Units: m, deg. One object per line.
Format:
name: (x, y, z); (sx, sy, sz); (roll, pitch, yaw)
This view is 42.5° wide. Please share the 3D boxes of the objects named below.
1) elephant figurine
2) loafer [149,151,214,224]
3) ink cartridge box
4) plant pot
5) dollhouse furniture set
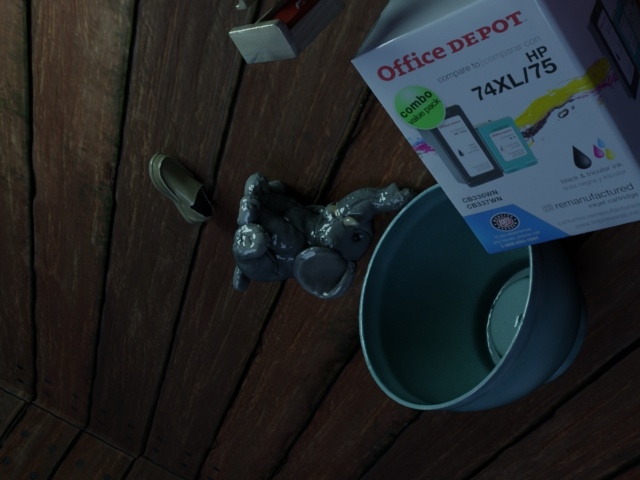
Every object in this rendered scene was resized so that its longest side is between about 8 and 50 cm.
elephant figurine: (0.000, 0.000, 1.189); (0.239, 0.170, 0.186); (10, 170, -1)
loafer: (-0.214, -0.084, 1.296); (0.050, 0.056, 0.148); (-1, 143, 32)
ink cartridge box: (0.207, -0.162, 0.825); (0.198, 0.197, 0.270); (-17, 123, 42)
plant pot: (0.219, 0.088, 1.067); (0.196, 0.293, 0.293); (19, 150, -33)
dollhouse furniture set: (-0.007, -0.276, 0.760); (0.128, 0.184, 0.129); (6, 139, 48)
